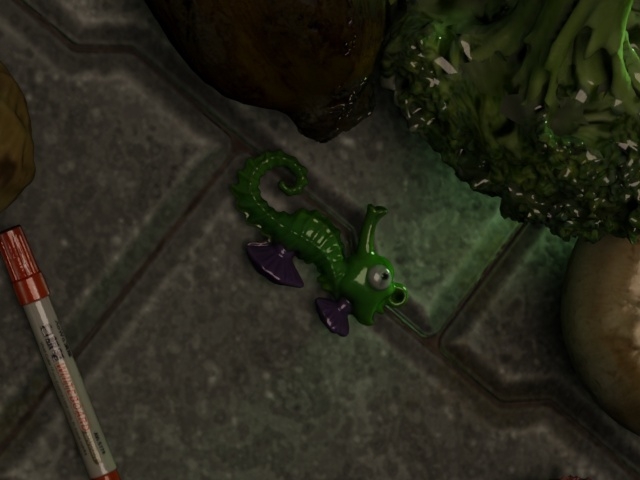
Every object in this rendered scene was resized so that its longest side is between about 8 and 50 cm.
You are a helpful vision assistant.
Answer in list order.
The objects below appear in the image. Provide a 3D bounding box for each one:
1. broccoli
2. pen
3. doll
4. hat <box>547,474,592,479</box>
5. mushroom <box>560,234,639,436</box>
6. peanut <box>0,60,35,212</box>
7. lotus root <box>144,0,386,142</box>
[{"bbox_3d":[0.212,-0.190,1.521,0.249,0.302,0.375,-19,66,-42],"label":"broccoli"},{"bbox_3d":[-0.219,0.101,1.516,0.028,0.028,0.239,-22,97,-16],"label":"pen"},{"bbox_3d":[0.000,0.000,1.572,0.190,0.050,0.115,39,84,-12],"label":"doll"},{"bbox_3d":[0.183,0.371,1.600,0.236,0.107,0.286,-23,92,-6],"label":"hat"},{"bbox_3d":[0.325,0.088,1.598,0.253,0.195,0.189,31,85,-12],"label":"mushroom"},{"bbox_3d":[-0.339,-0.095,1.434,0.233,0.110,0.197,35,76,-15],"label":"peanut"},{"bbox_3d":[-0.073,-0.265,1.465,0.179,0.196,0.397,-40,105,-48],"label":"lotus root"}]
